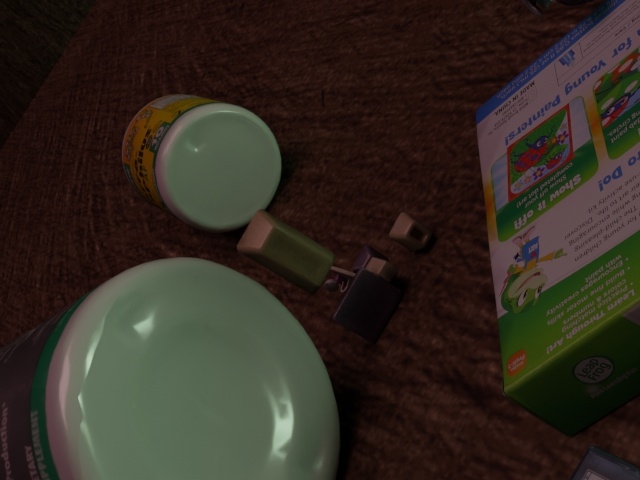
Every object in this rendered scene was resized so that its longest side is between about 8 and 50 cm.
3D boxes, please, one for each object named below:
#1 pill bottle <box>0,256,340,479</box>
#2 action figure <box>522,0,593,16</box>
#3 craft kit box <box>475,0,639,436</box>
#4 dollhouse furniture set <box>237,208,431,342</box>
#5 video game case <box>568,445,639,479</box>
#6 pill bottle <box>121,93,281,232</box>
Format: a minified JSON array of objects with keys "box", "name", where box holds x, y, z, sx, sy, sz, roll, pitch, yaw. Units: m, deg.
[{"box":[-0.170,0.162,0.852,0.361,0.204,0.204,-30,34,46],"name":"pill bottle"},{"box":[0.178,-0.210,0.698,0.185,0.099,0.285,-44,-13,9],"name":"action figure"},{"box":[0.192,-0.059,0.644,0.250,0.061,0.247,-40,26,31],"name":"craft kit box"},{"box":[0.000,0.000,0.855,0.091,0.114,0.081,-60,20,-5],"name":"dollhouse furniture set"},{"box":[0.137,0.201,0.449,0.196,0.026,0.274,-58,25,-6],"name":"video game case"},{"box":[-0.125,-0.080,1.183,0.118,0.117,0.208,-57,24,-3],"name":"pill bottle"}]
